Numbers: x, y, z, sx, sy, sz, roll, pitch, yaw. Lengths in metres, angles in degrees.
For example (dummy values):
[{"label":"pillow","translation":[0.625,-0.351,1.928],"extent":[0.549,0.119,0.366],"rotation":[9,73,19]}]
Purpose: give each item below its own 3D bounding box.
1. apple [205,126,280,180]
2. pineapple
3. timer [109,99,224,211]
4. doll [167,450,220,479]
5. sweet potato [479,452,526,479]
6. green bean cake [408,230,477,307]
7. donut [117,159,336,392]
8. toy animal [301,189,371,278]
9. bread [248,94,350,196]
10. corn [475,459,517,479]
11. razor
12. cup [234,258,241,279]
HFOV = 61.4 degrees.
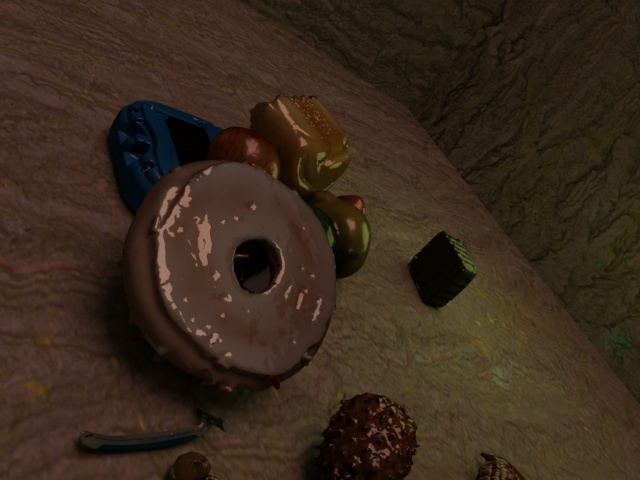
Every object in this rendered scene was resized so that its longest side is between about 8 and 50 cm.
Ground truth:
[{"label":"apple","translation":[-0.148,-0.134,1.020],"extent":[0.146,0.146,0.131],"rotation":[29,68,-27]},{"label":"pineapple","translation":[0.045,0.389,0.758],"extent":[0.165,0.165,0.364],"rotation":[39,34,-8]},{"label":"timer","translation":[-0.273,-0.149,1.140],"extent":[0.309,0.115,0.340],"rotation":[12,40,-42]},{"label":"doll","translation":[-0.155,0.319,0.692],"extent":[0.061,0.051,0.093],"rotation":[-9,86,-60]},{"label":"sweet potato","translation":[0.415,0.539,1.123],"extent":[0.068,0.068,0.226],"rotation":[15,39,-45]},{"label":"green bean cake","translation":[0.369,0.090,1.622],"extent":[0.094,0.173,0.181],"rotation":[25,29,-31]},{"label":"donut","translation":[-0.140,0.056,0.868],"extent":[0.383,0.142,0.382],"rotation":[18,60,-35]},{"label":"toy animal","translation":[0.001,0.000,1.169],"extent":[0.191,0.216,0.338],"rotation":[7,10,38]},{"label":"bread","translation":[-0.061,-0.249,1.502],"extent":[0.270,0.211,0.316],"rotation":[54,35,5]},{"label":"corn","translation":[0.321,0.512,1.009],"extent":[0.086,0.086,0.253],"rotation":[46,26,6]},{"label":"razor","translation":[-0.215,0.251,0.697],"extent":[0.068,0.037,0.191],"rotation":[8,1,44]},{"label":"cup","translation":[-0.208,0.069,0.967],"extent":[0.099,0.102,0.074],"rotation":[19,-4,-38]}]
